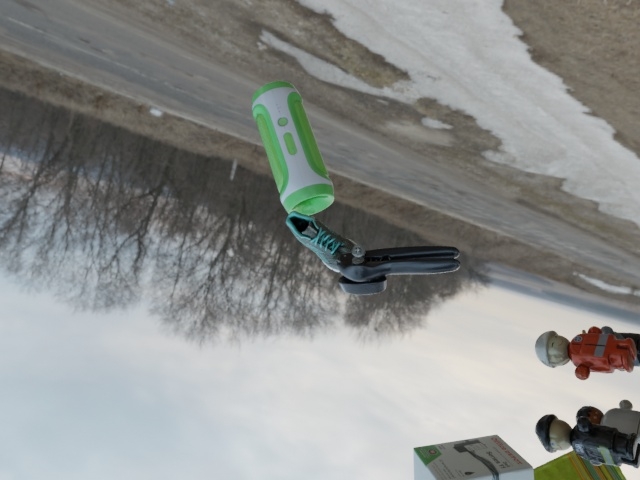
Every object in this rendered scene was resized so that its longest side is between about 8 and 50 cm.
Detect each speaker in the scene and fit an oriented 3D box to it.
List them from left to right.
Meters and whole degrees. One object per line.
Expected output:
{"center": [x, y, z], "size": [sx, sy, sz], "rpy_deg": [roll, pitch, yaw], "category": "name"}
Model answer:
{"center": [-0.065, -0.209, 1.176], "size": [0.131, 0.297, 0.131], "rpy_deg": [-17, 163, -6], "category": "speaker"}

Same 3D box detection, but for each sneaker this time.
{"center": [0.000, 0.000, 0.889], "size": [0.166, 0.065, 0.076], "rpy_deg": [31, 178, 33], "category": "sneaker"}

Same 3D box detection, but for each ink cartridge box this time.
{"center": [0.321, 0.497, 1.094], "size": [0.208, 0.087, 0.153], "rpy_deg": [-5, -173, -11], "category": "ink cartridge box"}

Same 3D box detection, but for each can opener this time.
{"center": [0.113, 0.033, 0.770], "size": [0.185, 0.059, 0.073], "rpy_deg": [-11, 137, 13], "category": "can opener"}

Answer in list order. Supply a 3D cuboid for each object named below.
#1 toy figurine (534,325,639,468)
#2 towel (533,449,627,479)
{"center": [0.452, 0.245, 0.841], "size": [0.209, 0.213, 0.148], "rpy_deg": [4, 173, -43], "category": "toy figurine"}
{"center": [0.566, 0.553, 1.189], "size": [0.021, 0.237, 0.102], "rpy_deg": [53, -170, -48], "category": "towel"}
